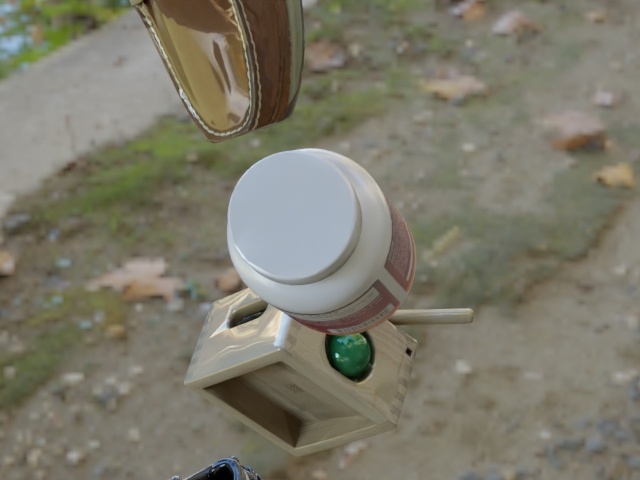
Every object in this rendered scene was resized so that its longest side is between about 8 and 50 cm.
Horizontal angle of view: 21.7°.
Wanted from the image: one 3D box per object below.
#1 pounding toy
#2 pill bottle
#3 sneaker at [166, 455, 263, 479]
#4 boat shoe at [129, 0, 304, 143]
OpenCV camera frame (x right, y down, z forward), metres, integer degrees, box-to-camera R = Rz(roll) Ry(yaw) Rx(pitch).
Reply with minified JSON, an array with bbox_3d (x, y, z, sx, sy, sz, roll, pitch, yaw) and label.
[{"bbox_3d":[0.007,0.076,1.170,0.141,0.130,0.100,-23,40,46],"label":"pounding toy"},{"bbox_3d":[0.000,0.000,0.879,0.086,0.086,0.152,8,-9,12],"label":"pill bottle"},{"bbox_3d":[-0.072,0.303,1.818,0.276,0.135,0.097,5,23,-33],"label":"sneaker"},{"bbox_3d":[-0.113,-0.223,1.144,0.122,0.324,0.120,-18,-1,40],"label":"boat shoe"}]
